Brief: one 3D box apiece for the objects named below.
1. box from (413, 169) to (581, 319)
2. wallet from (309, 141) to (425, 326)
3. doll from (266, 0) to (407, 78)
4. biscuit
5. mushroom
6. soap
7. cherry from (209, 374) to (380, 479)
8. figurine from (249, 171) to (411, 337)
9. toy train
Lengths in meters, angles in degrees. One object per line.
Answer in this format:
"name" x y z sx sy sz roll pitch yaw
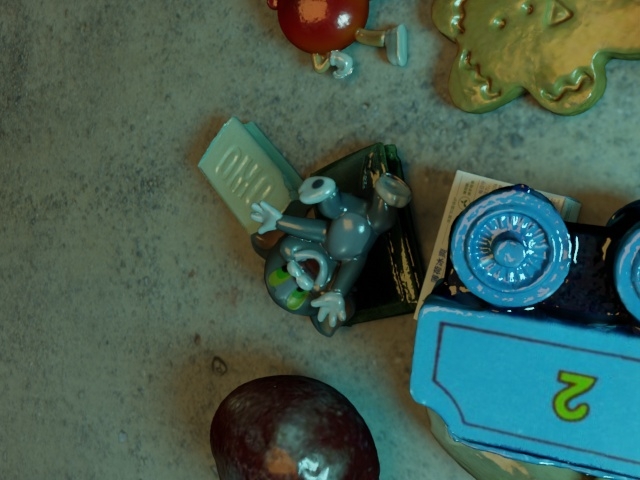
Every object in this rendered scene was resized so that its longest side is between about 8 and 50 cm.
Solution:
"box" 0.211 0.027 0.789 0.139 0.073 0.194 20 99 35
"wallet" 0.060 -0.004 0.922 0.160 0.055 0.236 -19 76 41
"doll" 0.025 -0.328 0.954 0.217 0.085 0.183 5 92 20
"biscuit" 0.296 -0.287 0.763 0.355 0.052 0.275 -15 78 36
"mushroom" 0.219 0.244 0.753 0.247 0.096 0.108 35 118 37
"soap" -0.104 -0.093 1.042 0.114 0.063 0.198 -52 60 20
"cherry" -0.040 0.291 0.873 0.300 0.203 0.230 20 138 43
"figurine" 0.004 -0.004 0.849 0.193 0.140 0.265 41 114 6
"toy train" 0.252 0.083 0.631 0.300 0.188 0.265 8 99 16
